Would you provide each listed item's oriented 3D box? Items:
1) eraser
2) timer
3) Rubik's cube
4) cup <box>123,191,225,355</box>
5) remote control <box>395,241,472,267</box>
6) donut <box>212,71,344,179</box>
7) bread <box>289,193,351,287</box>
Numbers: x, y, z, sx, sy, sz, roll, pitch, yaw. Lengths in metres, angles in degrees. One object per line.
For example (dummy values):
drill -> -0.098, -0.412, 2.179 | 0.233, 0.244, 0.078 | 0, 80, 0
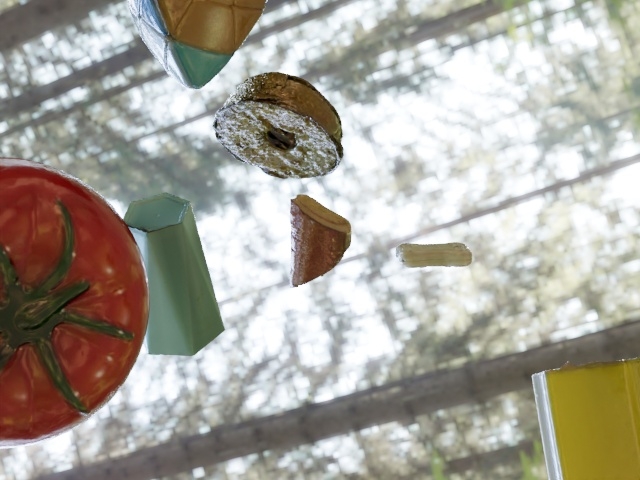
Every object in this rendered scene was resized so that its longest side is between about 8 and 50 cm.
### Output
eraser -> 0.387, 0.274, 1.753 | 0.069, 0.158, 0.226 | 128, 134, -77
timer -> -0.416, 0.080, 1.678 | 0.378, 0.279, 0.378 | -4, -81, -29
Rubik's cube -> -0.182, -0.364, 1.869 | 0.254, 0.254, 0.254 | 47, -147, -45
cup -> -0.242, 0.051, 1.999 | 0.148, 0.134, 0.236 | -44, -43, -38
remote control -> 0.185, 0.025, 2.098 | 0.074, 0.122, 0.032 | -106, 16, -74
donut -> -0.075, -0.231, 2.560 | 0.272, 0.272, 0.107 | 48, -133, -44
bread -> 0.000, 0.000, 2.345 | 0.067, 0.119, 0.192 | -100, 7, -55
